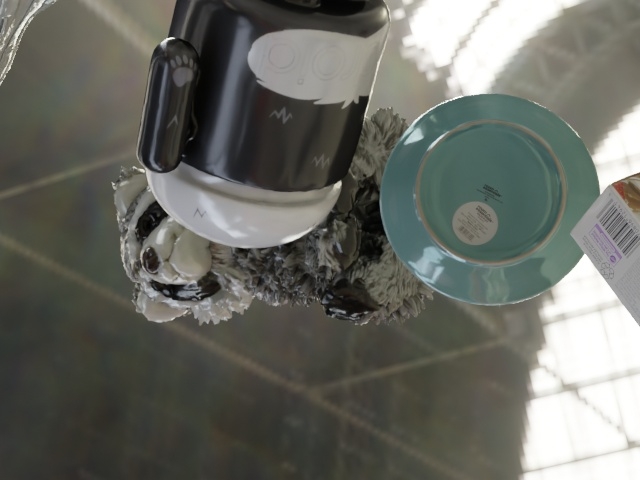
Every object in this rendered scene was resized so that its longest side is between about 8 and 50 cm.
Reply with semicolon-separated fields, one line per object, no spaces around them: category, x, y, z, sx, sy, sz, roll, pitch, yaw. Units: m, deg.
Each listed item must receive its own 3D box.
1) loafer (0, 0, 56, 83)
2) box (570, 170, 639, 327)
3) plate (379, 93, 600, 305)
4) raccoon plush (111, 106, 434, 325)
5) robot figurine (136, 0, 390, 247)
loafer;-0.372;-0.242;2.088;0.111;0.319;0.112;-5;-122;-45
box;0.295;0.093;1.324;0.063;0.067;0.324;-20;-115;-36
plate;0.144;-0.039;1.647;0.024;0.188;0.188;78;-179;-75
raccoon plush;0.000;0.000;2.011;0.446;0.299;0.216;10;-105;-49
robot figurine;-0.046;-0.130;1.558;0.173;0.209;0.278;-111;32;-60
